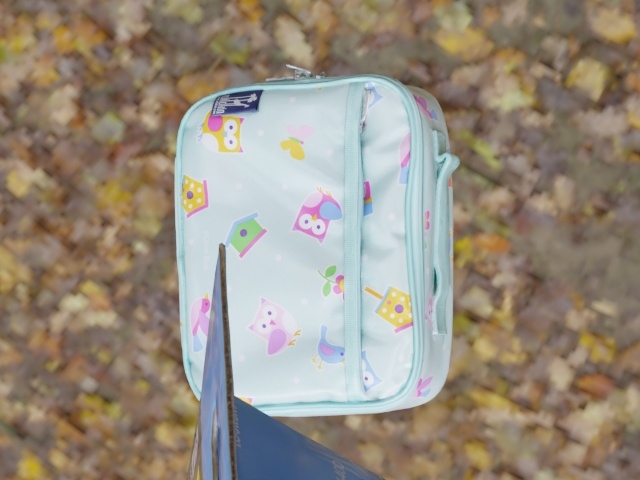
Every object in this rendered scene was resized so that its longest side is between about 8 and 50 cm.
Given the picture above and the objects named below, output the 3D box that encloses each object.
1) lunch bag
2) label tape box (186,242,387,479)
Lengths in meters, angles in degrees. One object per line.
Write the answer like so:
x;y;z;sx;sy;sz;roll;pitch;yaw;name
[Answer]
0.000;0.000;1.420;0.224;0.108;0.279;-3;86;26;lunch bag
-0.013;0.205;0.714;0.106;0.241;0.334;7;115;-9;label tape box
